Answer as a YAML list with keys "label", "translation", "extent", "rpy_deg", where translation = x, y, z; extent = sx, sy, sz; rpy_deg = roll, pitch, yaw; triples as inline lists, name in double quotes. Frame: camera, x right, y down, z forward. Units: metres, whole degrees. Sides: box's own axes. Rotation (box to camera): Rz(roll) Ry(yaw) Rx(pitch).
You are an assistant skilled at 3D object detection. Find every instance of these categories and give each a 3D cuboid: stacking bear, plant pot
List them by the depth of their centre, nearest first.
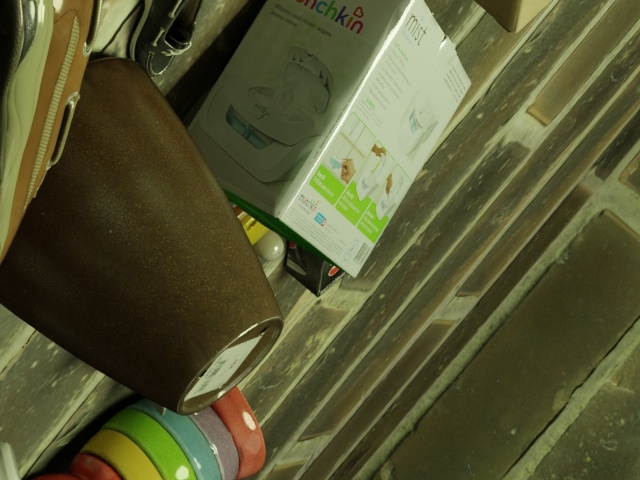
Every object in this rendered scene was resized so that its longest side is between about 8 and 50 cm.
- label: "plant pot"
  translation: [-0.143, 0.017, 1.272]
  extent: [0.215, 0.230, 0.215]
  rpy_deg: [-39, 163, -14]
- label: "stacking bear"
  translation: [-0.218, 0.271, 1.879]
  extent: [0.289, 0.164, 0.175]
  rpy_deg: [-33, 159, -33]

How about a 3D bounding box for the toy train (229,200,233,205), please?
- label: "toy train"
  translation: [-0.132, -0.043, 1.549]
  extent: [0.125, 0.046, 0.166]
  rpy_deg: [-53, 165, -6]

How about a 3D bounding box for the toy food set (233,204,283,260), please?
- label: "toy food set"
  translation: [-0.012, -0.043, 1.775]
  extent: [0.306, 0.092, 0.220]
  rpy_deg: [-42, 164, -23]

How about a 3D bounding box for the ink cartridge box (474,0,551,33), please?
- label: "ink cartridge box"
  translation: [0.096, -0.293, 1.192]
  extent: [0.088, 0.234, 0.193]
  rpy_deg: [-42, 164, -19]

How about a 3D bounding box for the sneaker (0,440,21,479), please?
- label: "sneaker"
  translation: [-0.385, 0.282, 1.600]
  extent: [0.115, 0.105, 0.281]
  rpy_deg: [2, 137, -32]

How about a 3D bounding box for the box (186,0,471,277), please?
- label: "box"
  translation: [0.014, -0.112, 1.513]
  extent: [0.231, 0.126, 0.262]
  rpy_deg: [-60, 160, -2]

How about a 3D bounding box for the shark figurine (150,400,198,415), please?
- label: "shark figurine"
  translation: [-0.171, 0.128, 1.689]
  extent: [0.166, 0.116, 0.278]
  rpy_deg: [-16, 162, -21]

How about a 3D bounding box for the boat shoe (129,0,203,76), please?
- label: "boat shoe"
  translation: [-0.116, -0.167, 1.292]
  extent: [0.046, 0.038, 0.125]
  rpy_deg: [-37, 161, -39]

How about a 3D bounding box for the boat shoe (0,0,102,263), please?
- label: "boat shoe"
  translation: [-0.209, -0.086, 1.087]
  extent: [0.120, 0.122, 0.324]
  rpy_deg: [-37, 162, -45]

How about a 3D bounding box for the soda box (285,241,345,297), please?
- label: "soda box"
  translation: [0.000, 0.000, 1.974]
  extent: [0.053, 0.060, 0.169]
  rpy_deg: [-43, 163, -23]
